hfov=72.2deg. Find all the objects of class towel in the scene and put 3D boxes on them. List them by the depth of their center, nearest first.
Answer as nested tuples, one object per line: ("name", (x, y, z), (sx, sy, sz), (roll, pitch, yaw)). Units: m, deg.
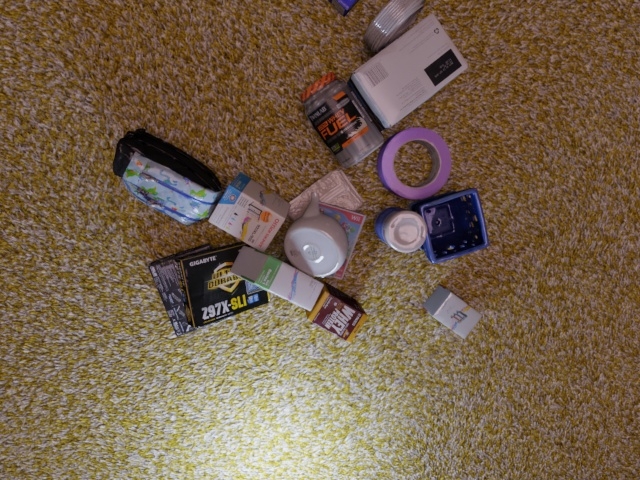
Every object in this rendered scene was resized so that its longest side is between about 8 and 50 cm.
("towel", (0.013, -0.139, 1.732), (0.282, 0.049, 0.187), (-37, 100, 1))

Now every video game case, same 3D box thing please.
("video game case", (0.038, 0.004, 1.735), (0.204, 0.025, 0.284), (15, 105, -16))

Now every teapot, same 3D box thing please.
("teapot", (0.000, 0.000, 1.621), (0.253, 0.187, 0.256), (34, 127, -1))

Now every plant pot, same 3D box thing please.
("plant pot", (0.483, -0.067, 1.708), (0.236, 0.212, 0.235), (-17, 101, -3))

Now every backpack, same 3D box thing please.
("backpack", (-0.529, -0.216, 1.567), (0.356, 0.290, 0.273), (15, 105, -15))

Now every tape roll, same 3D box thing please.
("tape roll", (0.365, -0.300, 1.723), (0.275, 0.090, 0.274), (-1, 98, -6))

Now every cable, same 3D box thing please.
("cable", (0.262, -0.785, 1.553), (0.257, 0.257, 0.089), (-44, 95, 4))

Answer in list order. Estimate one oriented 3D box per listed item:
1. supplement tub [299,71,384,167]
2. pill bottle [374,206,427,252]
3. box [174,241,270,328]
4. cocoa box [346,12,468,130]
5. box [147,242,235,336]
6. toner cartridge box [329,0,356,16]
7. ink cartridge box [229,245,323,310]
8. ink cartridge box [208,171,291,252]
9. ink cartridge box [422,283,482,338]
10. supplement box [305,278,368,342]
("supplement tub", (0.076, -0.442, 1.618), (0.194, 0.193, 0.316), (-37, 100, 1))
("pill bottle", (0.290, -0.050, 1.659), (0.153, 0.272, 0.152), (-1, 99, -5))
("box", (-0.359, 0.154, 1.644), (0.322, 0.079, 0.256), (-15, 103, -38))
("cocoa box", (0.299, -0.594, 1.599), (0.347, 0.228, 0.231), (-38, 100, 1))
("box", (-0.496, 0.191, 1.715), (0.243, 0.076, 0.307), (-19, 100, -3))
("toner cartridge box", (0.150, -1.015, 1.598), (0.165, 0.075, 0.348), (42, 93, -11))
("ink cartridge box", (-0.159, 0.141, 1.622), (0.278, 0.201, 0.117), (32, 79, -36))
("ink cartridge box", (-0.255, -0.104, 1.629), (0.233, 0.168, 0.171), (32, 112, -10))
("ink cartridge box", (0.543, 0.292, 1.811), (0.176, 0.128, 0.127), (36, 93, -11))
("supplement box", (0.056, 0.274, 1.726), (0.194, 0.191, 0.129), (31, 95, -10))
